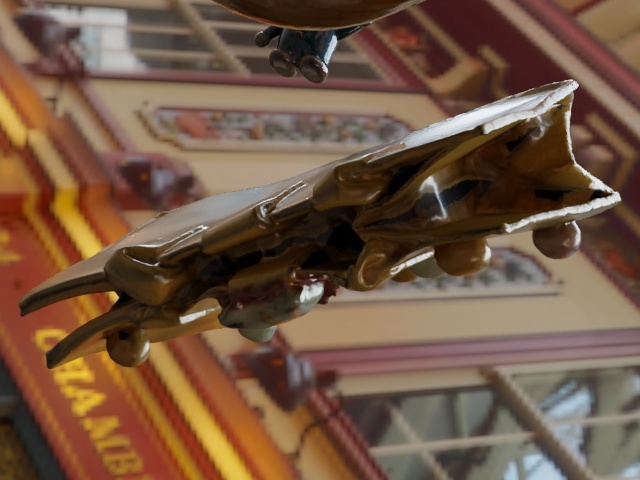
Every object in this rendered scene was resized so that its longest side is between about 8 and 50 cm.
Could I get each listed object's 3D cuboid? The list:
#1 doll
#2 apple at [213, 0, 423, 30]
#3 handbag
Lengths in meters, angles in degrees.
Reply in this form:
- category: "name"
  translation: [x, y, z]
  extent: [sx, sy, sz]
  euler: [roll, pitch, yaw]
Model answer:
- category: "doll"
  translation: [0.000, -0.234, 1.732]
  extent: [0.114, 0.085, 0.152]
  euler: [12, -112, 17]
- category: "apple"
  translation: [0.031, -0.314, 0.997]
  extent: [0.333, 0.400, 0.400]
  euler: [54, -38, -4]
- category: "handbag"
  translation: [0.000, 0.000, 1.274]
  extent: [0.401, 0.283, 0.133]
  euler: [-17, -91, 27]
